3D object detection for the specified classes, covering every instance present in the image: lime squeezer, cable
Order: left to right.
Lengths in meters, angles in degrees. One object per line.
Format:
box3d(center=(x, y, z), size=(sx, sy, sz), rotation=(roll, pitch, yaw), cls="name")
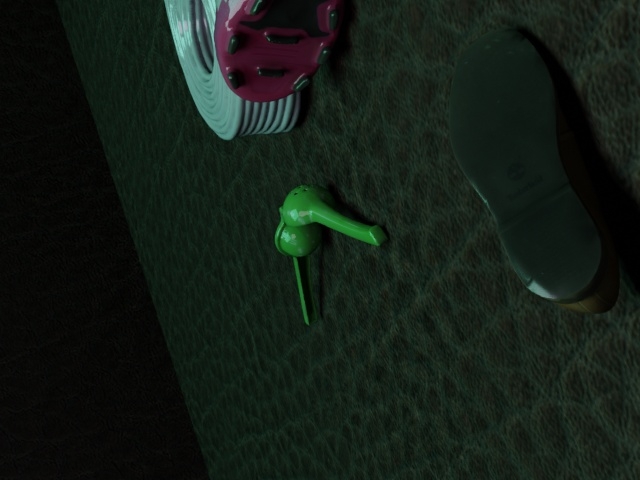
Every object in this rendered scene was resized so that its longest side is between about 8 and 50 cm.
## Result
box3d(center=(-0.097, -0.234, 1.395), size=(0.257, 0.089, 0.257), rotation=(94, 155, -48), cls="cable")
box3d(center=(0.000, 0.000, 1.380), size=(0.110, 0.059, 0.310), rotation=(42, 157, 3), cls="lime squeezer")

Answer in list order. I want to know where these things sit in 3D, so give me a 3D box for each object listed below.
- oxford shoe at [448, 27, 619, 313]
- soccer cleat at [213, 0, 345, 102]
box3d(center=(0.138, -0.043, 0.848), size=(0.076, 0.076, 0.212), rotation=(32, -142, -51), cls="oxford shoe")
box3d(center=(-0.035, -0.274, 1.158), size=(0.331, 0.116, 0.143), rotation=(101, 163, -48), cls="soccer cleat")
